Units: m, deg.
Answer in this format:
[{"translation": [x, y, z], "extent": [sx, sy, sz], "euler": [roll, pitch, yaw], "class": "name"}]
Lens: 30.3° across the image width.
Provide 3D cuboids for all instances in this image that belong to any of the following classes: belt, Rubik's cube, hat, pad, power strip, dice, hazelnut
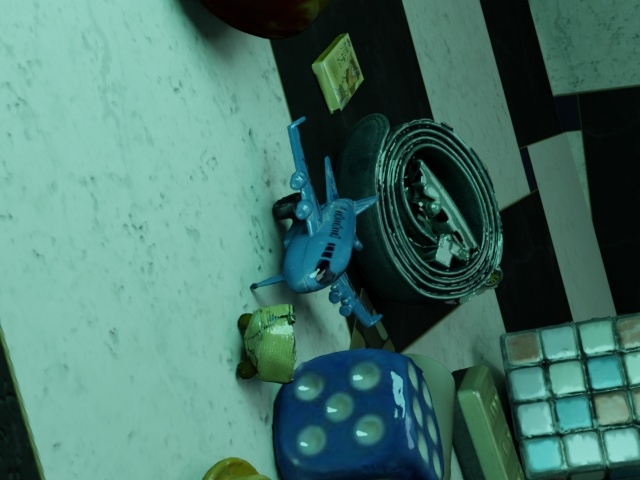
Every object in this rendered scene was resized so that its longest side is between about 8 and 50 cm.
[{"translation": [0.121, -0.043, 1.536], "extent": [0.206, 0.116, 0.268], "euler": [-32, 102, -33], "class": "belt"}, {"translation": [0.446, 0.291, 1.950], "extent": [0.256, 0.258, 0.254], "euler": [64, 20, -61], "class": "Rubik's cube"}, {"translation": [-0.052, 0.101, 1.170], "extent": [0.076, 0.059, 0.077], "euler": [124, -30, -73], "class": "hat"}, {"translation": [0.067, 0.190, 1.481], "extent": [0.235, 0.003, 0.158], "euler": [-75, 144, -51], "class": "pad"}, {"translation": [0.252, 0.321, 1.766], "extent": [0.105, 0.070, 0.257], "euler": [-47, 121, -65], "class": "power strip"}, {"translation": [0.042, 0.202, 1.227], "extent": [0.146, 0.146, 0.143], "euler": [52, 29, -53], "class": "dice"}, {"translation": [-0.051, -0.333, 1.250], "extent": [0.234, 0.218, 0.218], "euler": [-63, 135, -59], "class": "hazelnut"}]

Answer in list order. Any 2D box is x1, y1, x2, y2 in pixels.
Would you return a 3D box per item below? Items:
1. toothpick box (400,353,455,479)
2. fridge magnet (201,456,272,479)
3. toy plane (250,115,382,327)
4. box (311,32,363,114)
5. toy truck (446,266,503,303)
[{"translation": [0.099, 0.232, 1.379], "extent": [0.181, 0.111, 0.111], "euler": [-77, 146, -51], "class": "toothpick box"}, {"translation": [-0.066, 0.260, 1.026], "extent": [0.143, 0.063, 0.143], "euler": [-11, 90, -68], "class": "fridge magnet"}, {"translation": [0.000, 0.000, 1.297], "extent": [0.254, 0.105, 0.271], "euler": [69, 23, -15], "class": "toy plane"}, {"translation": [0.026, -0.231, 1.620], "extent": [0.149, 0.020, 0.073], "euler": [-61, 132, -61], "class": "box"}, {"translation": [0.174, -0.004, 1.722], "extent": [0.227, 0.114, 0.098], "euler": [56, 8, -42], "class": "toy truck"}]
